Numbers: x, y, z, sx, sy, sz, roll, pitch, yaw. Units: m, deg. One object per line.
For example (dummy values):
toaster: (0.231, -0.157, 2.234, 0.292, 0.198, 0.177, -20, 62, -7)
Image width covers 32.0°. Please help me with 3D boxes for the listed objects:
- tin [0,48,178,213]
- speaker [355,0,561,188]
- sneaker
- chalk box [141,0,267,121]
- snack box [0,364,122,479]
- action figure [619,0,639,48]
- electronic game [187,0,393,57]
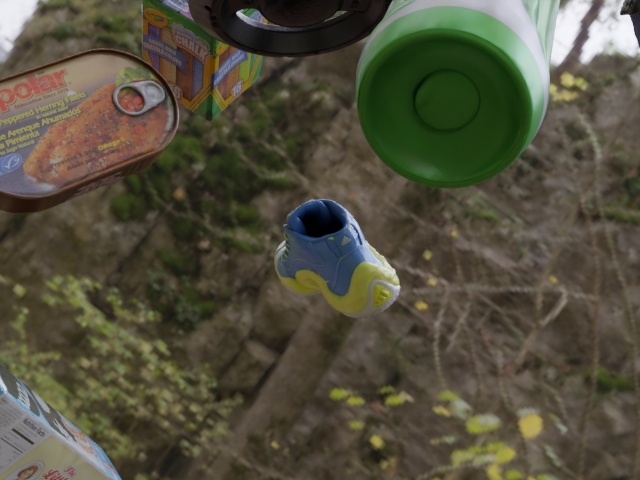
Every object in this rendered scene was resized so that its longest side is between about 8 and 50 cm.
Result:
tin: (-0.202, -0.089, 0.886, 0.106, 0.190, 0.040, 59, -35, 6)
speaker: (0.108, -0.153, 0.798, 0.131, 0.131, 0.296, 40, 32, -10)
sneaker: (0.000, 0.000, 1.221, 0.240, 0.091, 0.126, 18, -41, 60)
chalk box: (-0.160, -0.302, 1.558, 0.132, 0.132, 0.213, 33, -35, 16)
snack box: (-0.313, 0.222, 1.014, 0.060, 0.187, 0.322, 50, -10, 25)
action figure: (0.271, -0.344, 1.076, 0.178, 0.330, 0.341, 2, -71, 66)
electronic game: (-0.022, -0.254, 1.147, 0.229, 0.048, 0.229, -6, -19, -2)
